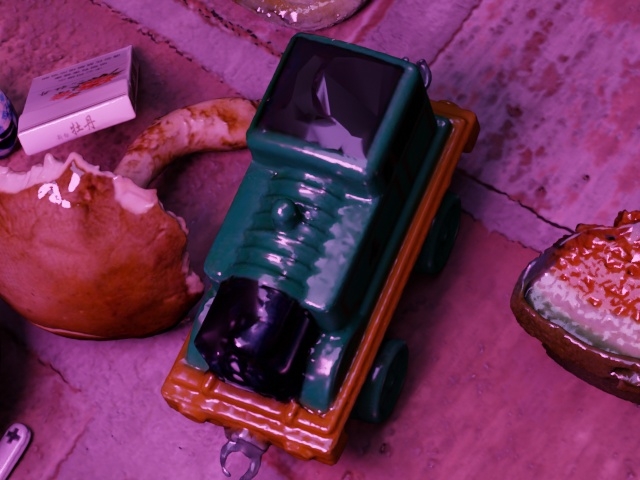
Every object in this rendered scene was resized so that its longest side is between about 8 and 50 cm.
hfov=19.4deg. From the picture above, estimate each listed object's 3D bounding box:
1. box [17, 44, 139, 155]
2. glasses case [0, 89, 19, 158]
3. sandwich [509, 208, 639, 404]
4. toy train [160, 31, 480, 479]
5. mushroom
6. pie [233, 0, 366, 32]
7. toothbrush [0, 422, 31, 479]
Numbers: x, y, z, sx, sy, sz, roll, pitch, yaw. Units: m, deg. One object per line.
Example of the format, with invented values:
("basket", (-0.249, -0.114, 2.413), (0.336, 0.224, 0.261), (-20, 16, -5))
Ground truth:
("box", (-0.228, -0.138, 1.788), (0.109, 0.029, 0.198), (-19, 19, 2))
("glasses case", (-0.455, -0.130, 1.845), (0.327, 0.125, 0.076), (5, 58, 14))
("sandwich", (0.311, 0.056, 1.624), (0.292, 0.109, 0.212), (-4, 58, 7))
("toy train", (0.000, 0.000, 1.626), (0.178, 0.249, 0.429), (18, 70, 18))
("mushroom", (-0.192, -0.022, 1.741), (0.233, 0.302, 0.208), (16, 113, 15))
("pie", (-0.013, -0.290, 1.878), (0.187, 0.041, 0.187), (-4, 66, 9))
("toothbrush", (-0.347, 0.294, 1.682), (0.030, 0.030, 0.304), (25, 72, 20))
